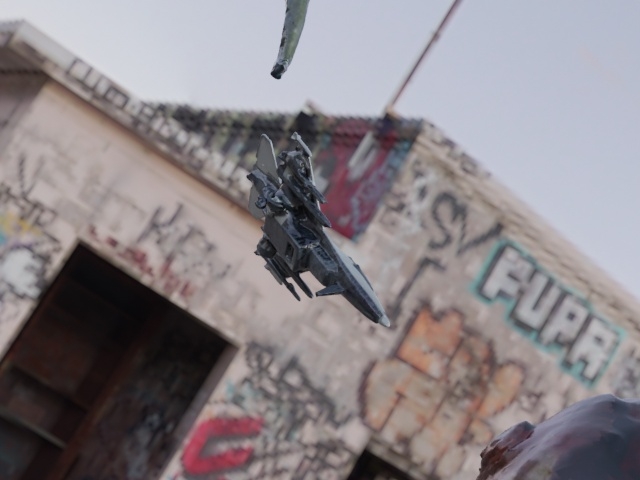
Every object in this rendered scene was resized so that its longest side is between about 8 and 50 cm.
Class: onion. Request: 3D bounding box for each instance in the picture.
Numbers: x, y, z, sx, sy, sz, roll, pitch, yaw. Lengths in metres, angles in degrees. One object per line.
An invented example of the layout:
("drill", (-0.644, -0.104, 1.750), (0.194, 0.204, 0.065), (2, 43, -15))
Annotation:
("onion", (0.192, 0.215, 1.026), (0.190, 0.246, 0.246), (51, -14, 4))

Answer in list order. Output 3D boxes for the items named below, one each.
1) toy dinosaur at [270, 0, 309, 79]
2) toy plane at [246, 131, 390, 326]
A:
("toy dinosaur", (-0.019, -0.296, 1.415), (0.076, 0.147, 0.363), (23, 29, -19))
("toy plane", (-0.017, -0.002, 1.237), (0.234, 0.082, 0.160), (-117, -149, -43))
